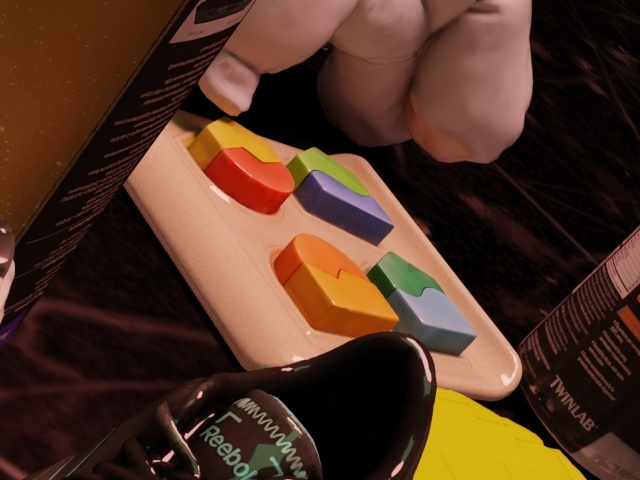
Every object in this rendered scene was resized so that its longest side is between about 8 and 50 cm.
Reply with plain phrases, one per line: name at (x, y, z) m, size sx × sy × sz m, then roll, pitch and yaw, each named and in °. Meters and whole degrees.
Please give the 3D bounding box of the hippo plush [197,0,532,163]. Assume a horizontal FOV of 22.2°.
hippo plush at (0.007, -0.131, 0.923) m, size 0.236 × 0.234 × 0.294 m, roll -24°, pitch 20°, yaw -37°

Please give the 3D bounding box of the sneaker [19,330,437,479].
sneaker at (-0.064, 0.089, 0.477) m, size 0.101 × 0.106 × 0.267 m, roll 45°, pitch 37°, yaw 21°

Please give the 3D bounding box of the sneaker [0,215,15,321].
sneaker at (-0.192, 0.010, 0.457) m, size 0.100 × 0.108 × 0.271 m, roll -6°, pitch 24°, yaw -45°

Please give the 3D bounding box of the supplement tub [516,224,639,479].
supplement tub at (0.207, 0.039, 0.884) m, size 0.117 × 0.190 × 0.117 m, roll 37°, pitch 22°, yaw -17°

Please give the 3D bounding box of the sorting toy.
sorting toy at (0.000, 0.000, 0.853) m, size 0.208 × 0.038 × 0.193 m, roll 9°, pitch 37°, yaw -49°

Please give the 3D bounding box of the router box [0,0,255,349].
router box at (-0.180, -0.133, 0.573) m, size 0.309 × 0.243 × 0.081 m, roll 40°, pitch 23°, yaw 5°

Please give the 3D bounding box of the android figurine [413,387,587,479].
android figurine at (0.077, 0.159, 0.653) m, size 0.248 × 0.056 × 0.273 m, roll 15°, pitch 33°, yaw -43°
